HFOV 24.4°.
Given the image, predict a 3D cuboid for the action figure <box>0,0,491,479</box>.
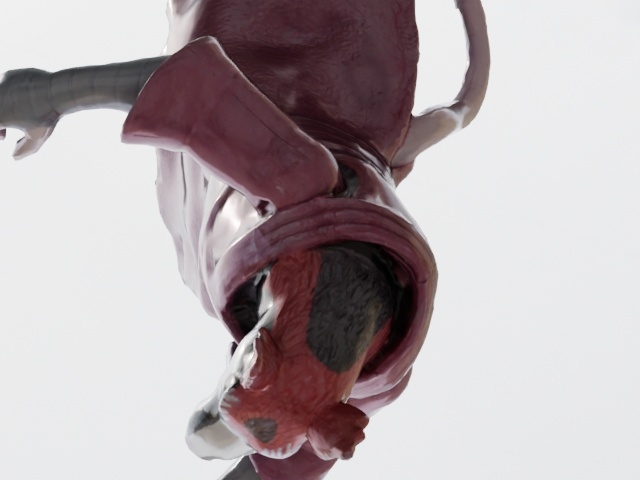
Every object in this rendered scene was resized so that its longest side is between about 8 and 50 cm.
[{"bbox_3d":[0.000,0.000,0.706,0.276,0.248,0.370,-17,-154,-2],"label":"action figure"}]
